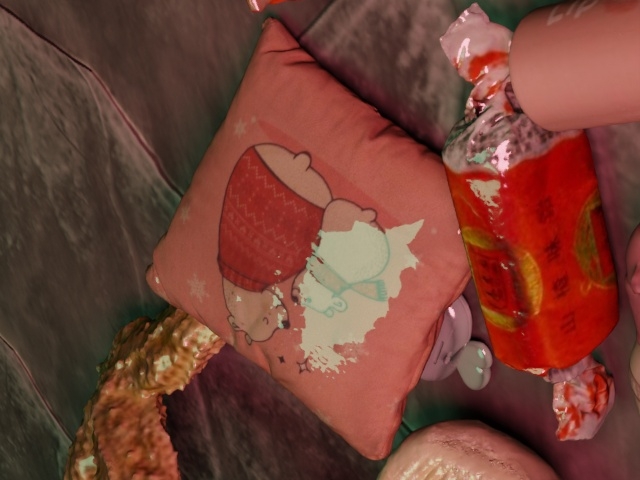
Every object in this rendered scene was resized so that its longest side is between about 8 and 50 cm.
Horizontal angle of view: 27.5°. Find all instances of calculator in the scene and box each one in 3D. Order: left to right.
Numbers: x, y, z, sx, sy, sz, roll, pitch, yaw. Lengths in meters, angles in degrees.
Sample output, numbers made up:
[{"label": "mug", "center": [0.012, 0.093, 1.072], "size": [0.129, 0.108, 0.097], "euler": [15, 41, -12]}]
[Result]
[{"label": "calculator", "center": [0.062, 0.050, 0.929], "size": [0.153, 0.021, 0.095], "euler": [42, 141, 24]}]

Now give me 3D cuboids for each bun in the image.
[{"label": "bun", "center": [0.122, 0.210, 0.909], "size": [0.183, 0.102, 0.183], "euler": [14, 111, 41]}]

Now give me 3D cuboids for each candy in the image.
[{"label": "candy", "center": [0.125, -0.003, 0.763], "size": [0.059, 0.086, 0.292], "euler": [17, 130, 54]}]

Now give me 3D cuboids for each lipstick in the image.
[{"label": "lipstick", "center": [0.206, -0.098, 0.615], "size": [0.254, 0.070, 0.070], "euler": [-3, 113, 50]}]

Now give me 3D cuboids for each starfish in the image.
[{"label": "starfish", "center": [-0.147, 0.175, 1.093], "size": [0.432, 0.082, 0.324], "euler": [-27, 51, 55]}]

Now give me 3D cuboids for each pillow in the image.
[{"label": "pillow", "center": [0.000, 0.000, 0.883], "size": [0.236, 0.084, 0.223], "euler": [38, 116, 20]}]

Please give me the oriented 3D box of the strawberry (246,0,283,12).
[{"label": "strawberry", "center": [-0.073, -0.280, 0.668], "size": [0.343, 0.292, 0.292], "euler": [45, 144, 39]}]

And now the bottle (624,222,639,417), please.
[{"label": "bottle", "center": [0.226, 0.088, 0.699], "size": [0.110, 0.110, 0.233], "euler": [2, 117, 48]}]
